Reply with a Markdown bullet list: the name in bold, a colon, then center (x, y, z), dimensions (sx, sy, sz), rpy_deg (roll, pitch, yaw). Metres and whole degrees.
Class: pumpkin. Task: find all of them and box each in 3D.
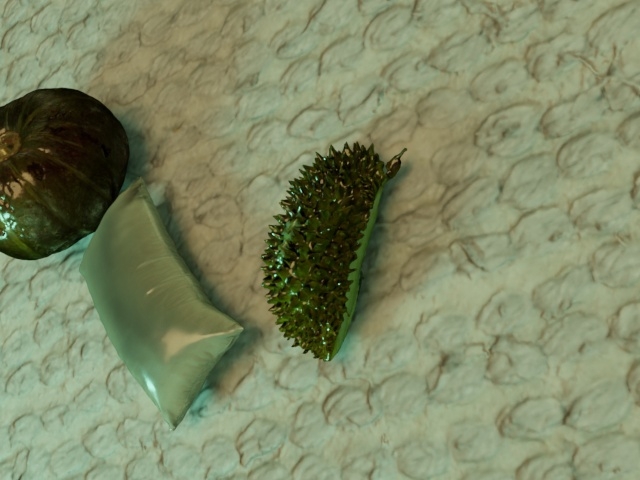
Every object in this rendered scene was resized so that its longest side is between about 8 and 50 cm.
- **pumpkin**: center (-0.320, -0.072, 1.291), dimensions (0.219, 0.162, 0.219), rpy_deg (-17, 47, 19)

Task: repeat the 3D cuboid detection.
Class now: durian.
- **durian**: center (-0.008, -0.004, 1.078), dimensions (0.137, 0.095, 0.221), rpy_deg (17, 83, 37)

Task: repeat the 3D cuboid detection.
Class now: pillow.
- **pillow**: center (-0.179, 0.063, 1.193), dimensions (0.144, 0.078, 0.254), rpy_deg (-48, 55, 17)
